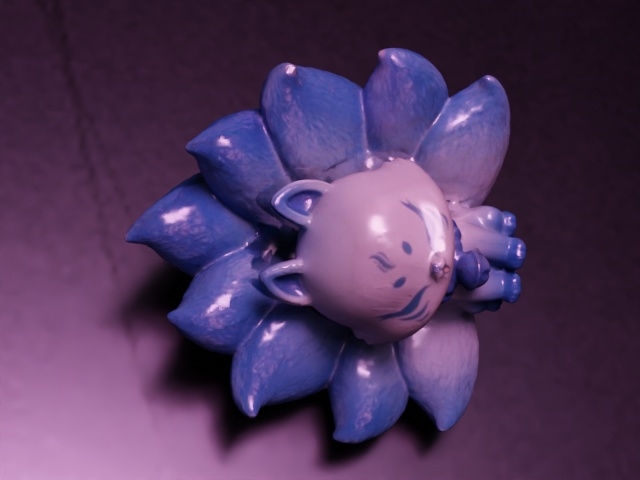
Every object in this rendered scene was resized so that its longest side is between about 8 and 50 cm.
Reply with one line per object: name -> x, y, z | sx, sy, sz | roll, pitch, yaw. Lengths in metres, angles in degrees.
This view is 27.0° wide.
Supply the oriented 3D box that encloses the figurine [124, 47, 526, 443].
figurine -> 0.000, 0.000, 0.366 | 0.114, 0.114, 0.079 | -6, 19, -18
